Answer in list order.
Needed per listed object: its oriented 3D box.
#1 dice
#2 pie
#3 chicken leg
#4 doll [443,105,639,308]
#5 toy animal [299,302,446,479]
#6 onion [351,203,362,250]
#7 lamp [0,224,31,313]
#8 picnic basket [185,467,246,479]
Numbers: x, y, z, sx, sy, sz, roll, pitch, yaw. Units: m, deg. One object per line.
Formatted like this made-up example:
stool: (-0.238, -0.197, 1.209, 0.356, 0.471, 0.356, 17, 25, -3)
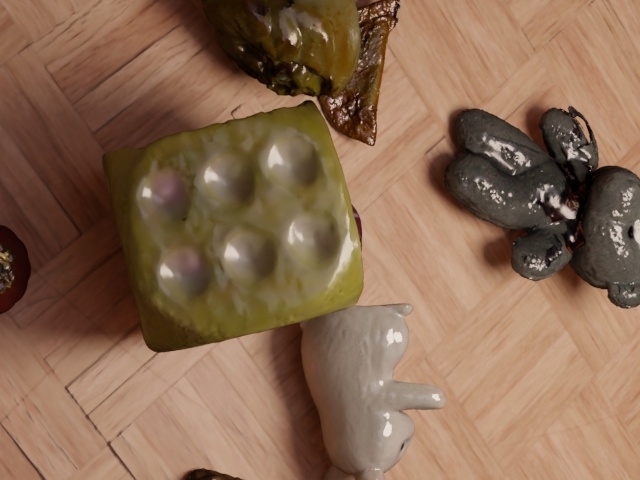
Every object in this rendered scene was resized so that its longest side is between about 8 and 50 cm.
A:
dice: (-0.094, -0.012, 1.543, 0.238, 0.233, 0.227, -14, 89, -7)
pie: (0.042, -0.217, 1.799, 0.088, 0.033, 0.191, 14, 82, -17)
chicken leg: (-0.081, -0.357, 1.683, 0.201, 0.152, 0.429, -26, 92, -40)
doll: (0.323, -0.054, 1.886, 0.340, 0.158, 0.246, 34, 57, -22)
toy animal: (0.061, 0.206, 1.719, 0.138, 0.140, 0.283, -12, 89, -23)
onion: (0.000, 0.000, 1.725, 0.115, 0.104, 0.115, 10, 90, -74)
lamp: (-0.348, 0.029, 1.504, 0.101, 0.090, 0.101, 2, 85, -30)
picnic basket: (-0.075, 0.334, 1.671, 0.193, 0.055, 0.110, 23, 75, -26)
